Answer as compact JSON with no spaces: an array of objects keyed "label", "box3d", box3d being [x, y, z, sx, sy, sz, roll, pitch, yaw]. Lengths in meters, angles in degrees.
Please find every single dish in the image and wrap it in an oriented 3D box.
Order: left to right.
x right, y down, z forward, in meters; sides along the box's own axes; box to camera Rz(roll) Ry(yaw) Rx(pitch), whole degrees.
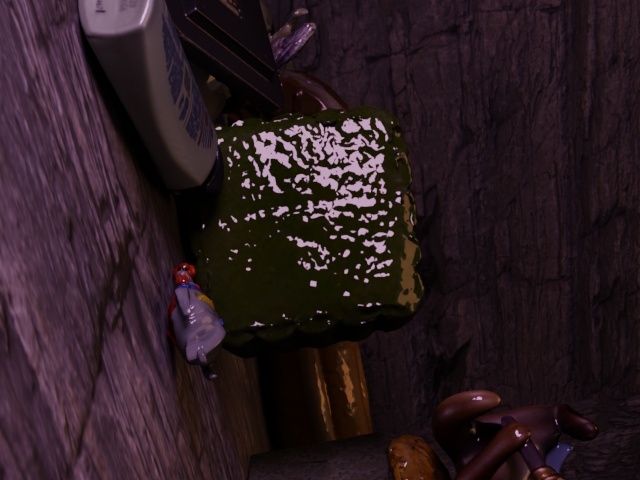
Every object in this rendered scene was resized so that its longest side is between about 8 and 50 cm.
[{"label":"dish","box3d":[-0.181,-0.258,1.472,0.224,0.078,0.246,77,3,-76]}]

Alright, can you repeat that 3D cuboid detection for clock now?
[{"label":"clock","box3d":[-0.151,-0.339,1.325,0.279,0.049,0.273,29,40,-54]}]

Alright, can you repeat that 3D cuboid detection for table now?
[{"label":"table","box3d":[0.020,0.488,1.374,0.335,0.222,0.272,-88,168,-78]}]

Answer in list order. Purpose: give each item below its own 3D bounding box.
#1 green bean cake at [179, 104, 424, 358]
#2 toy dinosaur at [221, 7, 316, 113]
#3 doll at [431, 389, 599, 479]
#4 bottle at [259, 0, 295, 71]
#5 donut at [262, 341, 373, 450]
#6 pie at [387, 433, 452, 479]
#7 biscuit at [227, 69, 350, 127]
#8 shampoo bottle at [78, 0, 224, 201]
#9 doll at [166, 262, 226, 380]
[{"label":"green bean cake","box3d":[-0.026,-0.014,1.326,0.218,0.319,0.335,84,1,-76]},{"label":"toy dinosaur","box3d":[-0.091,-0.283,1.543,0.294,0.077,0.162,-48,-173,46]},{"label":"doll","box3d":[0.263,0.346,1.180,0.340,0.209,0.318,-87,156,-43]},{"label":"bottle","box3d":[-0.144,-0.391,2.124,0.347,0.168,0.168,71,8,-47]},{"label":"donut","box3d":[-0.002,0.317,1.965,0.449,0.198,0.449,-11,90,-88]},{"label":"pie","box3d":[0.144,0.388,1.254,0.273,0.069,0.273,-13,90,-76]},{"label":"biscuit","box3d":[-0.049,-0.186,1.898,0.103,0.332,0.332,-35,123,-43]},{"label":"shampoo bottle","box3d":[-0.177,-0.151,1.056,0.359,0.078,0.134,77,7,-64]},{"label":"doll","box3d":[-0.142,0.089,1.057,0.195,0.062,0.104,-119,-146,-64]}]
